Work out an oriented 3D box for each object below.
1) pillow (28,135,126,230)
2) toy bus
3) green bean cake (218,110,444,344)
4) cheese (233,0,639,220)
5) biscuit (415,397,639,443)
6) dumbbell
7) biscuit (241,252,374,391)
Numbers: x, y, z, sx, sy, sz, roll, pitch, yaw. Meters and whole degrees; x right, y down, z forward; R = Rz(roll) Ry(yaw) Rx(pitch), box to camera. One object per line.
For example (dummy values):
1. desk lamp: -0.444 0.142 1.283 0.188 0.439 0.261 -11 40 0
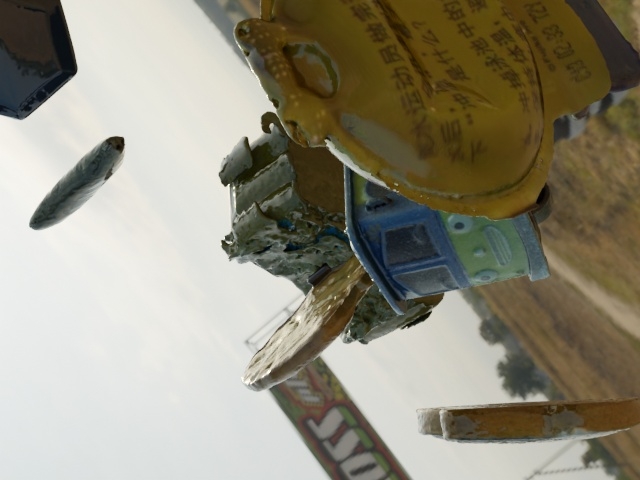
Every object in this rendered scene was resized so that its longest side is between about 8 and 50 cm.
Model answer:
1. pillow: -0.357 -0.093 1.257 0.051 0.241 0.093 48 -148 -5
2. toy bus: 0.124 -0.097 0.860 0.152 0.190 0.312 56 -155 -44
3. green bean cake: 0.000 0.000 1.171 0.310 0.202 0.285 15 -125 -40
4. cheese: 0.071 -0.083 0.385 0.250 0.064 0.156 -17 -108 -37
5. biscuit: 0.286 0.267 1.209 0.287 0.344 0.057 9 -107 -49
6. dumbbell: -0.364 -0.250 0.937 0.160 0.144 0.325 16 -161 -27
7. biscuit: -0.015 0.101 0.978 0.041 0.260 0.203 39 -140 -10
